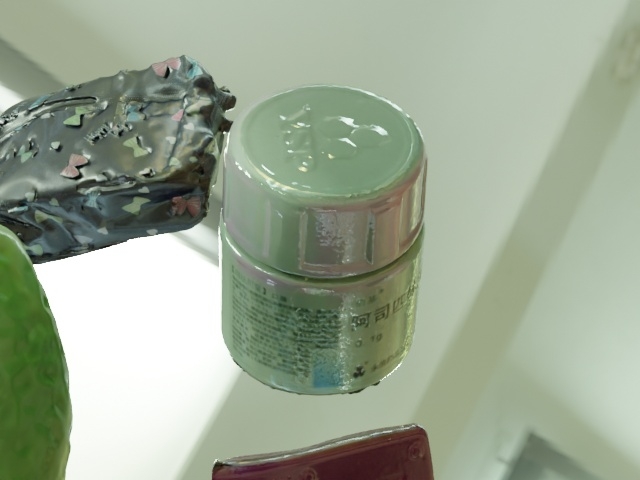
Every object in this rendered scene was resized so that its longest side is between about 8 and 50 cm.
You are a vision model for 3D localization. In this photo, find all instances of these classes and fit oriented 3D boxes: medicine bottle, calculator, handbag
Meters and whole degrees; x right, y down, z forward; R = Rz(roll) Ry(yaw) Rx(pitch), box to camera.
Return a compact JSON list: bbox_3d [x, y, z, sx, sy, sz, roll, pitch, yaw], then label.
[{"bbox_3d":[0.000,0.000,1.201,0.135,0.135,0.168,-36,-37,-35],"label":"medicine bottle"},{"bbox_3d":[0.007,0.219,1.502,0.190,0.034,0.126,-9,-78,-20],"label":"calculator"},{"bbox_3d":[-0.194,-0.067,1.641,0.113,0.260,0.162,53,-149,-44],"label":"handbag"}]

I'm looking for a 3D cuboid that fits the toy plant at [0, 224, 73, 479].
[{"bbox_3d":[-0.194,0.209,0.970,0.356,0.211,0.317,-55,-39,-44],"label":"toy plant"}]
